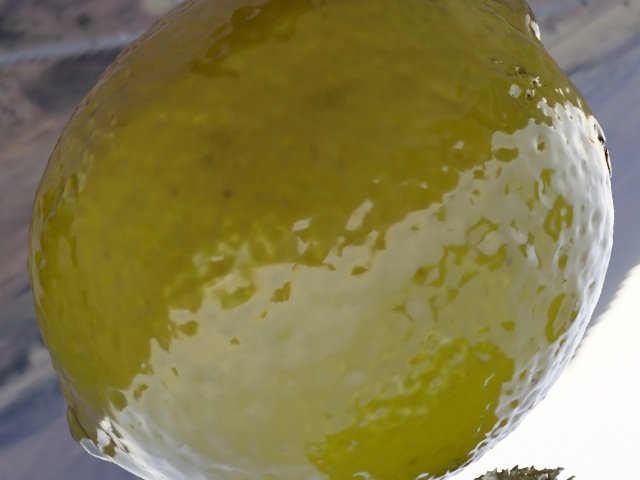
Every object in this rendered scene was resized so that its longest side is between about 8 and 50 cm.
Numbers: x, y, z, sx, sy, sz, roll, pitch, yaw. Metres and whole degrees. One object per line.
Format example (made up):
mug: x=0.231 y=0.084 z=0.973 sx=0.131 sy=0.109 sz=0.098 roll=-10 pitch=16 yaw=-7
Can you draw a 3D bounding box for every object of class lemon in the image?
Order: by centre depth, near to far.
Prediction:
lemon: x=0.002 y=-0.001 z=1.029 sx=0.336 sy=0.336 sz=0.336 roll=-32 pitch=177 yaw=-2

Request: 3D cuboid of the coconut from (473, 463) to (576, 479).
coconut: x=0.151 y=0.239 z=0.942 sx=0.245 sy=0.233 sz=0.233 roll=11 pitch=-161 yaw=25
